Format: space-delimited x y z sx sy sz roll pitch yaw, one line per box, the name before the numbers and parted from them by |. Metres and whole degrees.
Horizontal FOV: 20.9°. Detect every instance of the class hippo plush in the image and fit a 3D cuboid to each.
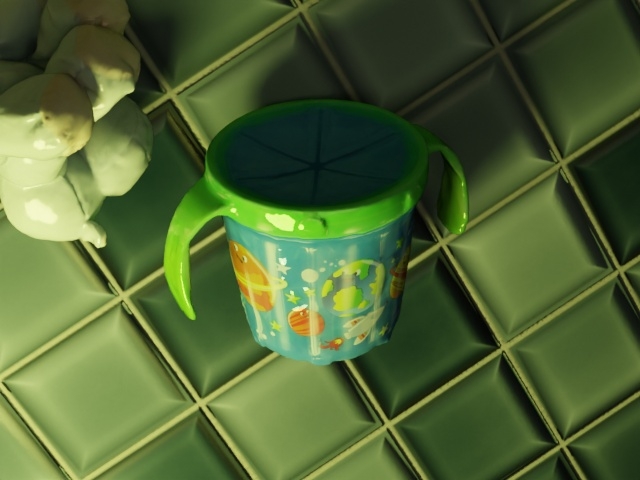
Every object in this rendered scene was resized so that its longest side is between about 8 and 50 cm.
hippo plush | -0.261 -0.090 1.707 0.294 0.234 0.236 -48 136 -16

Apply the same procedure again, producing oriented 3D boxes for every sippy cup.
sippy cup | 0.000 0.000 1.850 0.305 0.240 0.224 3 124 8
